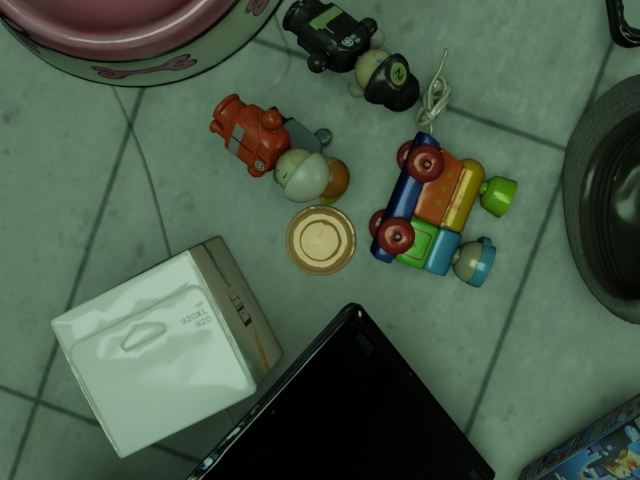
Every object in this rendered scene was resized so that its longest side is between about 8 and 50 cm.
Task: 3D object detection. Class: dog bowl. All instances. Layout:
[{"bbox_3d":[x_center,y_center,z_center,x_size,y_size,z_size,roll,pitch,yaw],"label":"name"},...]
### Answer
[{"bbox_3d":[-0.226,-0.378,1.497,0.408,0.150,0.408,0,94,5],"label":"dog bowl"}]

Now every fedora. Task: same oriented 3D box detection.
[{"bbox_3d":[0.385,-0.036,1.457,0.124,0.275,0.243,10,139,-28],"label":"fedora"}]

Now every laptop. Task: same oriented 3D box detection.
[{"bbox_3d":[-0.081,0.268,1.452,0.408,0.382,0.236,-47,46,-9],"label":"laptop"}]

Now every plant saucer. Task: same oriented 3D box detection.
[{"bbox_3d":[0.000,0.000,1.573,0.083,0.013,0.083,0,94,4],"label":"plant saucer"}]

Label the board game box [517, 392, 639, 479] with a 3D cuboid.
[{"bbox_3d":[0.326,0.285,1.497,0.194,0.060,0.194,-25,102,32],"label":"board game box"}]

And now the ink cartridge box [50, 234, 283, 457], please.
[{"bbox_3d":[-0.163,0.111,1.484,0.171,0.233,0.168,-27,91,7],"label":"ink cartridge box"}]

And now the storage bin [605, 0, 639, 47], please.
[{"bbox_3d":[0.410,-0.288,1.481,0.180,0.084,0.122,-9,93,6],"label":"storage bin"}]

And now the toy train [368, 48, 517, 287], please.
[{"bbox_3d":[0.161,-0.076,1.515,0.143,0.105,0.248,21,96,-7],"label":"toy train"}]

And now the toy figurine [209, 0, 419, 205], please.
[{"bbox_3d":[0.007,-0.144,1.463,0.148,0.209,0.213,39,96,13],"label":"toy figurine"}]
